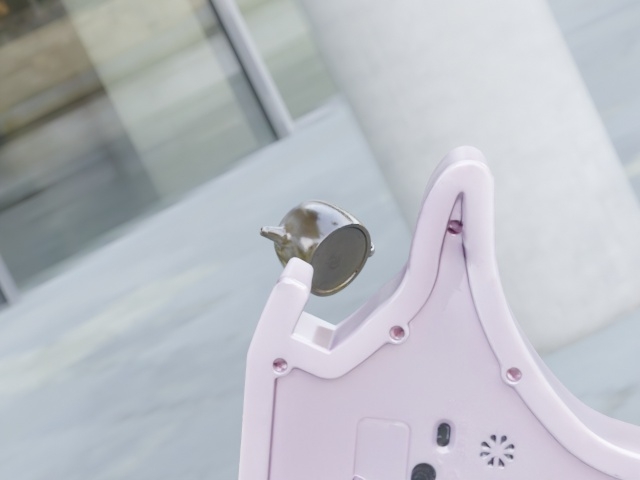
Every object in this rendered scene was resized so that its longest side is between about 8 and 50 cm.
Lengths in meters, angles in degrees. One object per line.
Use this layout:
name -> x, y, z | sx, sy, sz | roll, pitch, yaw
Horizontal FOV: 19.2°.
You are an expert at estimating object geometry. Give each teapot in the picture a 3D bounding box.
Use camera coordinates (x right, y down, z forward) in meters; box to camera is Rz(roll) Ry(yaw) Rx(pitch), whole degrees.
teapot -> 0.000, 0.000, 1.634 | 0.121, 0.076, 0.068 | 0, 31, -46

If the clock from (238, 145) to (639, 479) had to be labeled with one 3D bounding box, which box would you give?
clock -> 0.090, 0.094, 1.045 | 0.275, 0.290, 0.080 | 2, 11, 3
